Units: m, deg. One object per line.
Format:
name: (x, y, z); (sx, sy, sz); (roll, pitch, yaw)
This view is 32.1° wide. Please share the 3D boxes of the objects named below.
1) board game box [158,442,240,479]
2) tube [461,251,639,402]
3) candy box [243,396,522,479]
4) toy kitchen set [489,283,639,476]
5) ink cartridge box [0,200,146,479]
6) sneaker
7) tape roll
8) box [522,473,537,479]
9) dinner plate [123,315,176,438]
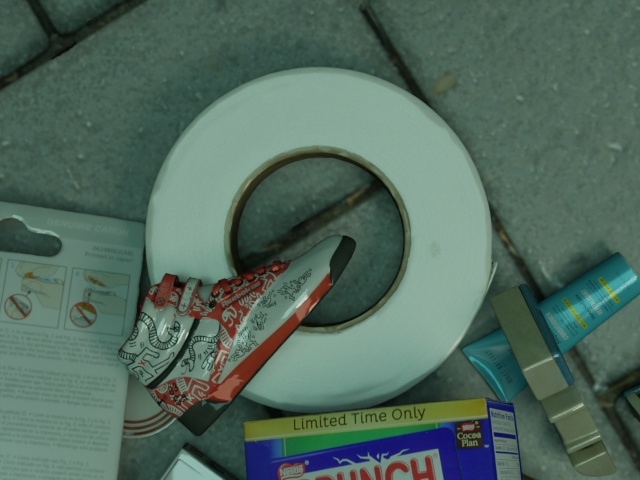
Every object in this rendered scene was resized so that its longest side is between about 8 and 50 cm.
board game box: (-0.087, 0.398, 1.258); (0.305, 0.053, 0.193); (35, 90, 3)
tube: (0.266, 0.094, 1.254); (0.207, 0.052, 0.080); (-38, 82, 8)
candy box: (0.072, 0.329, 1.132); (0.268, 0.122, 0.317); (-10, 74, 20)
toy kitchen set: (0.307, 0.130, 1.199); (0.166, 0.122, 0.207); (-27, 126, 8)
ink cartridge box: (-0.367, 0.150, 1.227); (0.308, 0.091, 0.385); (8, 71, -12)
sneaker: (-0.096, 0.064, 1.177); (0.145, 0.090, 0.270); (41, 94, 1)
tape roll: (0.000, 0.000, 1.254); (0.392, 0.072, 0.392); (0, 89, 2)
box: (0.199, 0.361, 1.215); (0.103, 0.114, 0.203); (24, 89, 3)
dinner plate: (-0.217, 0.158, 1.288); (0.141, 0.017, 0.141); (0, 90, 3)
